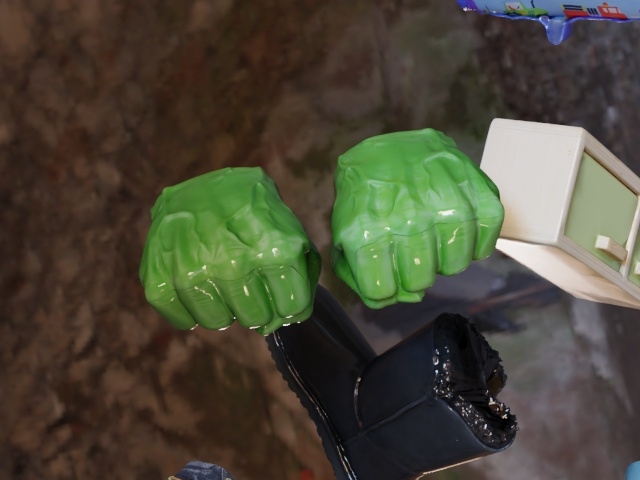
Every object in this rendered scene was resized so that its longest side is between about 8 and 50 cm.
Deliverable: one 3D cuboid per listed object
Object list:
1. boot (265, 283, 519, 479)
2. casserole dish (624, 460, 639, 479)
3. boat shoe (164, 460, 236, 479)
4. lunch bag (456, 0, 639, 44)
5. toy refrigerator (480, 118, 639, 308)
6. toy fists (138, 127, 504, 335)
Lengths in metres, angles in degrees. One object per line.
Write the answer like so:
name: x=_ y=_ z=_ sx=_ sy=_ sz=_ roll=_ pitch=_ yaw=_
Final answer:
boot: x=0.064 y=0.109 z=1.323 sx=0.207 sy=0.094 sz=0.246 roll=-39 pitch=70 yaw=44
casserole dish: x=0.268 y=0.219 z=1.019 sx=0.037 sy=0.114 sz=0.188 roll=-61 pitch=-28 yaw=-28
boat shoe: x=-0.096 y=0.272 z=1.415 sx=0.183 sy=0.083 sz=0.065 roll=20 pitch=132 yaw=38
lunch bag: x=0.210 y=-0.320 z=1.320 sx=0.138 sy=0.221 sz=0.293 roll=-37 pitch=-55 yaw=-45
toy refrigerator: x=0.237 y=-0.017 z=1.285 sx=0.269 sy=0.094 sz=0.102 roll=27 pitch=-105 yaw=-56
toy fists: x=0.000 y=0.000 z=1.086 sx=0.142 sy=0.279 sz=0.096 roll=-105 pitch=5 yaw=-64
